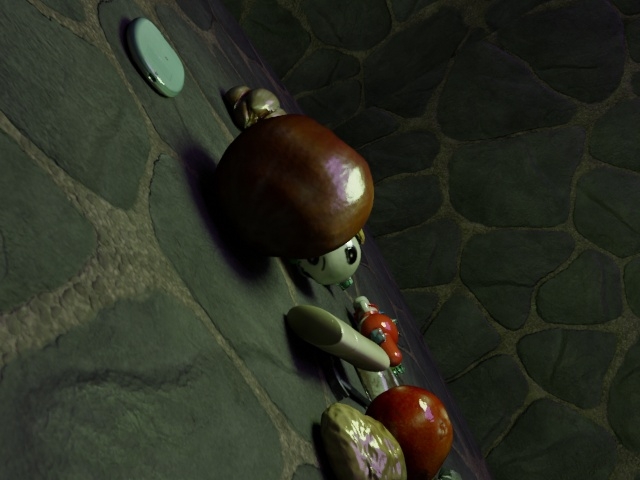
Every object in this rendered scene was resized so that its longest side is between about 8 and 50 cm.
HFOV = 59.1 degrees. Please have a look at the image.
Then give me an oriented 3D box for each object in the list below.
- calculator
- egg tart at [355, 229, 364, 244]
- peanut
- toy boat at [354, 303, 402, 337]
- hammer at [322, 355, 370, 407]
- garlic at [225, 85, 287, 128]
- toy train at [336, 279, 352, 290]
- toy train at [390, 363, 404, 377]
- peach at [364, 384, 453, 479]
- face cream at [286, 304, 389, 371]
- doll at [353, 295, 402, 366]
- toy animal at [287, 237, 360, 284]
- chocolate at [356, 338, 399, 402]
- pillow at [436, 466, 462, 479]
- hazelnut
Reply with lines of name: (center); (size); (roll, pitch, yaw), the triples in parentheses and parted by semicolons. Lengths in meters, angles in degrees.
calculator: (-0.395, -0.448, 1.369); (0.184, 0.042, 0.295); (53, 14, -35)
egg tart: (0.052, -0.092, 2.230); (0.315, 0.120, 0.315); (54, -6, 9)
peanut: (0.089, 0.423, 1.127); (0.233, 0.110, 0.196); (46, 13, -54)
toy boat: (0.224, 0.304, 2.155); (0.299, 0.092, 0.134); (47, 21, -54)
hammer: (0.078, 0.381, 1.423); (0.246, 0.029, 0.103); (51, 14, -47)
garlic: (-0.211, -0.440, 1.906); (0.214, 0.160, 0.191); (62, 5, -6)
toy train: (0.017, 0.017, 1.856); (0.300, 0.120, 0.202); (59, 8, -10)
toy train: (0.264, 0.459, 2.041); (0.081, 0.050, 0.122); (55, 10, 13)
peach: (0.201, 0.461, 1.334); (0.243, 0.200, 0.243); (6, 82, -52)
face cream: (0.044, 0.240, 1.370); (0.174, 0.081, 0.348); (21, -11, 31)
doll: (0.187, 0.306, 1.835); (0.290, 0.130, 0.161); (-118, -173, -46)
toy animal: (-0.009, 0.002, 1.588); (0.212, 0.213, 0.266); (47, 20, -51)
chocolate: (0.167, 0.388, 1.671); (0.254, 0.080, 0.157); (64, 11, 17)
pillow: (0.391, 0.768, 1.674); (0.161, 0.093, 0.335); (58, 10, 18)
hazelnut: (-0.059, -0.111, 1.307); (0.365, 0.366, 0.366); (57, 11, -17)
